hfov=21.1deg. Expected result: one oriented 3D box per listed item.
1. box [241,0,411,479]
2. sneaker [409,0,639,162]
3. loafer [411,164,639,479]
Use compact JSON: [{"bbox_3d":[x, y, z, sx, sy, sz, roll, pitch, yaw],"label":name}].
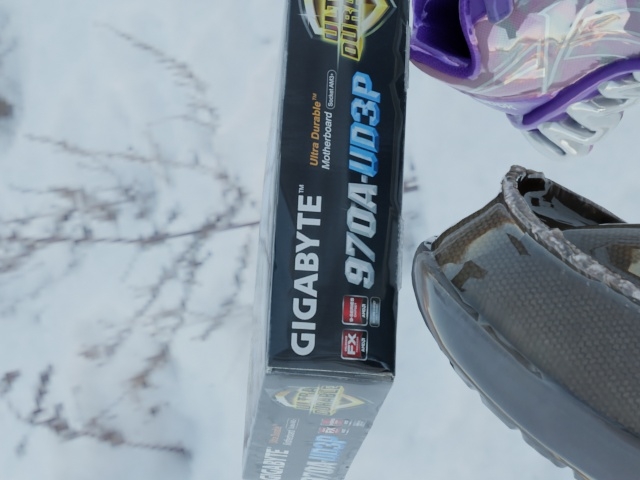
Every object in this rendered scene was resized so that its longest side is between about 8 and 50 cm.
[{"bbox_3d":[0.000,0.000,0.730,0.051,0.220,0.175,4,72,-3],"label":"box"},{"bbox_3d":[0.105,-0.110,0.667,0.236,0.105,0.095,137,150,-60],"label":"sneaker"},{"bbox_3d":[0.207,0.042,0.507,0.366,0.134,0.130,20,103,14],"label":"loafer"}]
